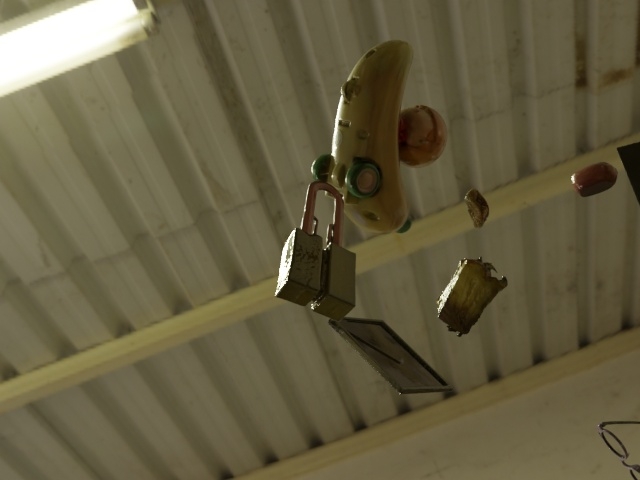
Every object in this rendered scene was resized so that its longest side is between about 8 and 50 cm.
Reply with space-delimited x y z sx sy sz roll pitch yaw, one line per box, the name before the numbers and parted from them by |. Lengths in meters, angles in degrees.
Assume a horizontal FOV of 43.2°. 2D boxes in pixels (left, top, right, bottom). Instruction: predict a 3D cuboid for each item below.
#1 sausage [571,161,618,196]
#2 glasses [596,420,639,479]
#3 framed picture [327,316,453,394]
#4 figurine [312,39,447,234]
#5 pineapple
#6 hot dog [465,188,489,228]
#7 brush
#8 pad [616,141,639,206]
sausage | 0.555 -0.127 1.640 0.094 0.054 0.059 -24 -41 38
glasses | 0.508 0.312 1.245 0.104 0.140 0.062 -38 -10 -10
framed picture | 0.155 0.249 1.783 0.189 0.260 0.023 8 -64 -46
figurine | 0.118 -0.168 1.351 0.222 0.124 0.324 3 -79 -32
pineapple | 0.209 0.089 1.170 0.069 0.116 0.137 30 -32 4
hot dog | 0.303 -0.058 1.534 0.030 0.034 0.090 -49 -46 -26
brush | 0.000 0.000 1.165 0.103 0.233 0.047 23 -47 -18
pad | 0.415 -0.064 0.822 0.190 0.127 0.004 -15 -22 2
